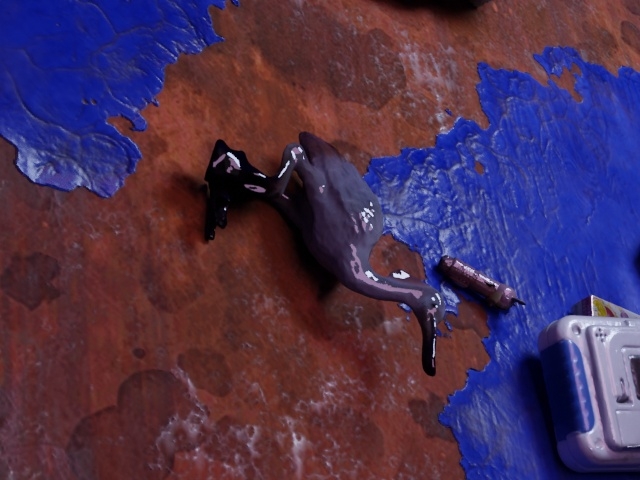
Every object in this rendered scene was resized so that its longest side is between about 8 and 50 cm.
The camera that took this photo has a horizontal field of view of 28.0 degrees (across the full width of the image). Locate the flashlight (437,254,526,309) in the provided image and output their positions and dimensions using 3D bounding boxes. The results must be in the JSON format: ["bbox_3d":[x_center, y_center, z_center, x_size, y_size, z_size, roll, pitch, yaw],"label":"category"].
[{"bbox_3d":[0.185,0.053,1.496,0.110,0.052,0.031,29,81,-8],"label":"flashlight"}]

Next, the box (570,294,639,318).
[{"bbox_3d":[0.402,0.130,1.593,0.207,0.041,0.050,23,49,-21],"label":"box"}]

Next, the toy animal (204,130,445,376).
[{"bbox_3d":[0.021,-0.005,1.374,0.324,0.090,0.195,35,50,3],"label":"toy animal"}]

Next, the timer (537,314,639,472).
[{"bbox_3d":[0.379,0.175,1.484,0.253,0.078,0.178,3,67,-26],"label":"timer"}]

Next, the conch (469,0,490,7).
[{"bbox_3d":[0.161,-0.476,1.743,0.297,0.210,0.352,-28,110,-26],"label":"conch"}]
